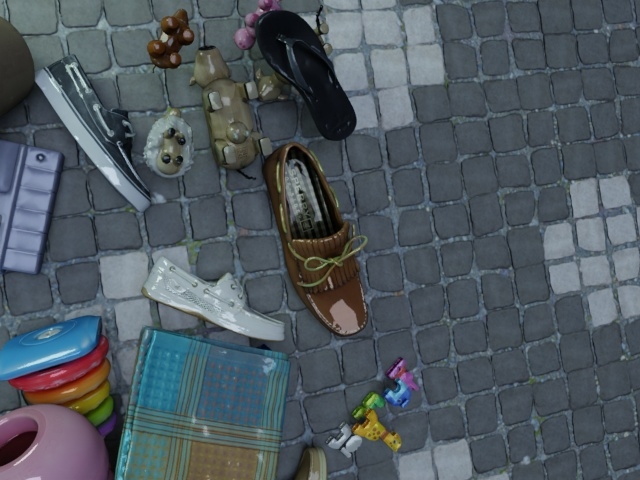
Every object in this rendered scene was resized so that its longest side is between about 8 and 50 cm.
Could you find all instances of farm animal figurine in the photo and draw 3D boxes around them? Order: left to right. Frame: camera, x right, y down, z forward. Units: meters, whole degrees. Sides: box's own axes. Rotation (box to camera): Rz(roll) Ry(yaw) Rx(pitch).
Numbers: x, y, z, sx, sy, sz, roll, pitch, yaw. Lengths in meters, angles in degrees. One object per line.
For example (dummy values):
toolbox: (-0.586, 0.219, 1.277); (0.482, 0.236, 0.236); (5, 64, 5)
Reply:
farm animal figurine: (-0.155, -0.276, 1.139); (0.330, 0.172, 0.327); (-1, 101, -22)

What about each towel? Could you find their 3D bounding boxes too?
towel: (-0.184, 0.338, 0.990); (0.271, 0.040, 0.370); (17, 66, -27)

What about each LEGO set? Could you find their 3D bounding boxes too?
LEGO set: (0.128, 0.352, 1.223); (0.093, 0.087, 0.227); (46, 80, -9)

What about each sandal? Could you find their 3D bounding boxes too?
sandal: (-0.012, -0.287, 1.069); (0.097, 0.054, 0.254); (-43, 113, -9)

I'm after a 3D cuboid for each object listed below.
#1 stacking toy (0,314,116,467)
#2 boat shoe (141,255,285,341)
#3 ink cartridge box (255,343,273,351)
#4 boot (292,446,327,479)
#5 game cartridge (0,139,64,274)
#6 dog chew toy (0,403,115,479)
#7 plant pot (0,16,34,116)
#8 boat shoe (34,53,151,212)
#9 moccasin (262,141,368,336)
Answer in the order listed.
stacking toy: (-0.415, 0.294, 1.066); (0.165, 0.175, 0.302); (-16, 104, -11)
boat shoe: (-0.182, 0.106, 1.145); (0.277, 0.098, 0.096); (23, 84, -11)
ink cartridge box: (-0.177, 0.263, 1.142); (0.207, 0.097, 0.046); (-27, 95, -14)
boot: (-0.110, 0.495, 1.157); (0.203, 0.095, 0.262); (19, 87, -12)
game cartridge: (-0.643, -0.076, 1.054); (0.354, 0.068, 0.230); (11, 82, -14)
dog chew toy: (-0.399, 0.408, 0.952); (0.206, 0.206, 0.332); (-24, 126, -14)
plant pot: (-0.583, -0.263, 0.969); (0.263, 0.263, 0.229); (54, 36, -7)
boat shoe: (-0.379, -0.192, 1.105); (0.102, 0.108, 0.301); (-36, 90, -11)
moccasin: (0.003, -0.001, 1.169); (0.139, 0.147, 0.380); (-14, 92, -14)
